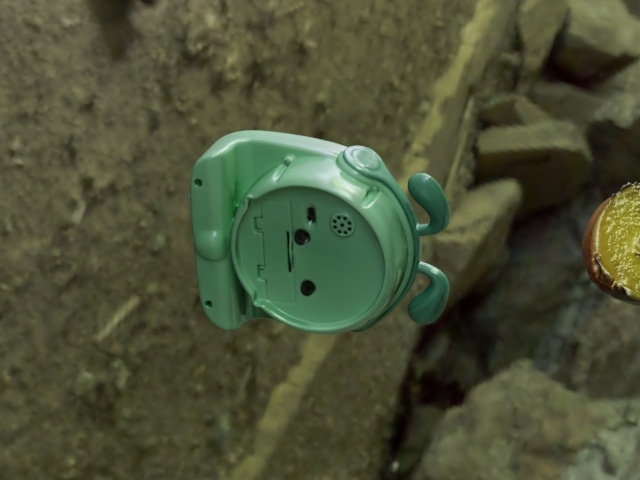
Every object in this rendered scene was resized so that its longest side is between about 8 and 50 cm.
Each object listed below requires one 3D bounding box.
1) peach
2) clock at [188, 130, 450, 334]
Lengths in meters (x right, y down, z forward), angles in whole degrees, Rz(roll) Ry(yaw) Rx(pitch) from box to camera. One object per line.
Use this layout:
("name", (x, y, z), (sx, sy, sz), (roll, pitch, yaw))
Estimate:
("peach", (0.226, 0.010, 0.913), (0.061, 0.098, 0.098), (122, -9, -75))
("clock", (0.001, 0.000, 0.939), (0.060, 0.189, 0.148), (-52, 142, -58))
